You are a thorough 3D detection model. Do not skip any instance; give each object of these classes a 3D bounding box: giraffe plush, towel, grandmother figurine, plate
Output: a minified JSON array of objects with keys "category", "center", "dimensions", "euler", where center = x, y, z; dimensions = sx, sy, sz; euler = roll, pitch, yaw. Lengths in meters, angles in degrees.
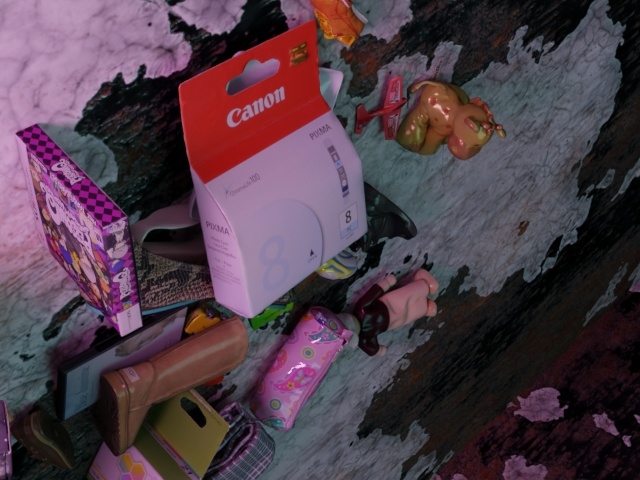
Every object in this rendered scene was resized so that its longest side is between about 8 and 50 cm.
[{"category":"giraffe plush","center":[0.276,-0.235,1.920],"dimensions":[0.181,0.170,0.210],"euler":[-29,143,-32]},{"category":"towel","center":[-0.226,0.490,2.039],"dimensions":[0.283,0.121,0.235],"euler":[-44,160,-10]},{"category":"grandmother figurine","center":[0.136,0.180,2.268],"dimensions":[0.342,0.104,0.208],"euler":[-16,108,-41]},{"category":"plate","center":[-0.096,-0.168,1.590],"dimensions":[0.277,0.045,0.278],"euler":[-3,116,-53]}]

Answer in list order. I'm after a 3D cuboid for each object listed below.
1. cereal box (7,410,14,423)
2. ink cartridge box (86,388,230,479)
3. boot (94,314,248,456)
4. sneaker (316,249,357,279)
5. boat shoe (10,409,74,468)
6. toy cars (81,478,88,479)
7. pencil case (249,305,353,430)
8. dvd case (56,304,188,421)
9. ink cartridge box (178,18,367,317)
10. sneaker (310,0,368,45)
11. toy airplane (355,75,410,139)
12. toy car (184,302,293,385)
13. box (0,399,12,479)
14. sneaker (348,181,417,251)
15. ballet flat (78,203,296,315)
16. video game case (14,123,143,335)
[{"category":"cereal box","center":[-0.513,0.149,1.281],"dimensions":[0.047,0.173,0.240],"euler":[-40,149,-19]},{"category":"ink cartridge box","center":[-0.308,0.397,1.811],"dimensions":[0.097,0.188,0.255],"euler":[6,117,-53]},{"category":"boot","center":[-0.266,0.268,1.753],"dimensions":[0.269,0.089,0.236],"euler":[-23,152,-32]},{"category":"sneaker","center":[0.000,0.000,1.867],"dimensions":[0.240,0.091,0.126],"euler":[9,112,-45]},{"category":"boat shoe","center":[-0.477,0.348,1.667],"dimensions":[0.060,0.064,0.178],"euler":[-16,144,2]},{"category":"toy cars","center":[-0.418,0.593,1.973],"dimensions":[0.176,0.087,0.394],"euler":[-38,147,-21]},{"category":"pencil case","center":[-0.041,0.280,2.105],"dimensions":[0.284,0.124,0.124],"euler":[-57,149,12]},{"category":"dvd case","center":[-0.345,0.207,1.680],"dimensions":[0.253,0.022,0.180],"euler":[-29,157,-32]},{"category":"ink cartridge box","center":[-0.059,-0.115,1.527],"dimensions":[0.308,0.091,0.385],"euler":[-35,133,-38]},{"category":"sneaker","center":[0.022,-0.360,1.550],"dimensions":[0.067,0.064,0.175],"euler":[-58,149,5]},{"category":"toy airplane","center":[0.117,-0.244,1.839],"dimensions":[0.151,0.028,0.151],"euler":[-33,144,-28]},{"category":"toy car","center":[-0.157,0.159,1.866],"dimensions":[0.225,0.053,0.239],"euler":[-30,145,-17]},{"category":"box","center":[-0.611,0.352,1.275],"dimensions":[0.394,0.097,0.318],"euler":[-4,137,-21]},{"category":"sneaker","center":[0.115,-0.029,2.018],"dimensions":[0.130,0.087,0.227],"euler":[-52,147,6]},{"category":"ballet flat","center":[-0.189,0.030,1.624],"dimensions":[0.482,0.164,0.182],"euler":[3,105,-52]},{"category":"video game case","center":[-0.324,-0.014,1.299],"dimensions":[0.041,0.232,0.210],"euler":[-30,144,-28]}]
